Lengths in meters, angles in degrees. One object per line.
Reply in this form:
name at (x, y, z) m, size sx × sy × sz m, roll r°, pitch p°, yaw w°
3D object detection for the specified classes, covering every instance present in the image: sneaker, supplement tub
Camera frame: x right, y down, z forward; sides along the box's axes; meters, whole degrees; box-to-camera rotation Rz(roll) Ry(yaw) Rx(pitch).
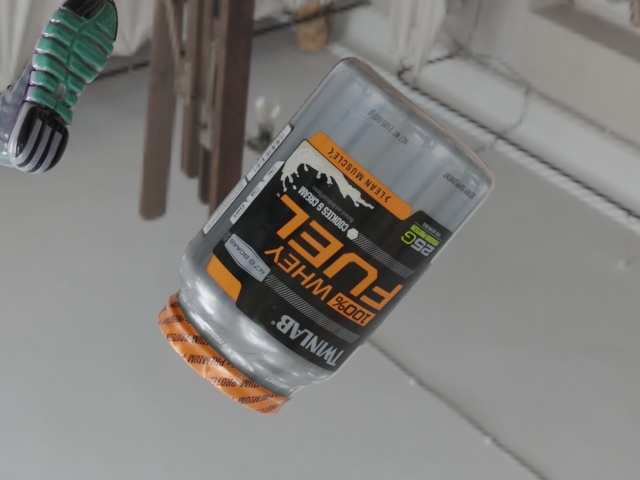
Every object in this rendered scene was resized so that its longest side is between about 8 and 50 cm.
sneaker at (-0.297, -0.176, 1.238) m, size 0.098 × 0.083 × 0.223 m, roll 4°, pitch -117°, yaw 37°
supplement tub at (0.000, 0.000, 1.114) m, size 0.194 × 0.316 × 0.193 m, roll 38°, pitch -172°, yaw -6°
